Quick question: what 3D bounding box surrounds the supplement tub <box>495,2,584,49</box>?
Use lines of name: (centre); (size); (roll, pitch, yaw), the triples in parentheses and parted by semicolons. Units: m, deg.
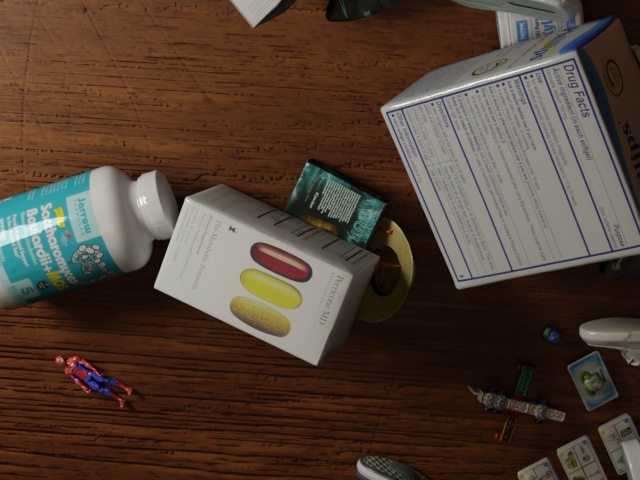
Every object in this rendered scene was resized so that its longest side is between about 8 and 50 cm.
supplement tub: (0.280, -0.285, 1.925); (0.107, 0.071, 0.071); (-9, 106, 5)

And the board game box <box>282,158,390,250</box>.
board game box: (0.000, 0.000, 2.029); (0.126, 0.026, 0.186); (29, 107, 10)

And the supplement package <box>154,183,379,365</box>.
supplement package: (-0.068, 0.041, 1.972); (0.244, 0.134, 0.139); (24, 106, 12)

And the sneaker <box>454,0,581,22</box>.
sneaker: (0.219, -0.341, 1.872); (0.258, 0.094, 0.091); (20, 81, 30)

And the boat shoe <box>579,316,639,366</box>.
boat shoe: (0.445, 0.142, 2.052); (0.184, 0.066, 0.063); (0, 106, -7)

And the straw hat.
straw hat: (0.096, 0.042, 2.030); (0.061, 0.144, 0.144); (10, 112, -43)

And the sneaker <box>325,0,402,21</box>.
sneaker: (0.012, -0.400, 1.889); (0.106, 0.101, 0.267); (-21, 104, 11)

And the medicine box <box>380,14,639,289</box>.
medicine box: (0.267, -0.105, 1.880); (0.289, 0.149, 0.264); (-13, 107, 36)

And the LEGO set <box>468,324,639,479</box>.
LEGO set: (0.328, 0.241, 2.104); (0.182, 0.060, 0.244); (-28, 105, -2)

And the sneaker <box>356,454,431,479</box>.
sneaker: (0.122, 0.414, 2.130); (0.226, 0.086, 0.163); (29, 103, -7)

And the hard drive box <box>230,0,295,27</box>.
hard drive box: (-0.082, -0.411, 1.841); (0.181, 0.089, 0.232); (-38, 91, 36)

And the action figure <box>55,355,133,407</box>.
action figure: (-0.322, 0.194, 2.118); (0.115, 0.030, 0.038); (31, 110, -4)

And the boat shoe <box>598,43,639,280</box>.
boat shoe: (0.397, -0.093, 1.954); (0.099, 0.116, 0.320); (-9, 111, 1)

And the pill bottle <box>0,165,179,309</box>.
pill bottle: (-0.323, -0.011, 1.995); (0.264, 0.146, 0.146); (-18, 105, 8)

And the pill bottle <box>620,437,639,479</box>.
pill bottle: (0.528, 0.295, 2.055); (0.216, 0.121, 0.121); (-14, 105, 5)
